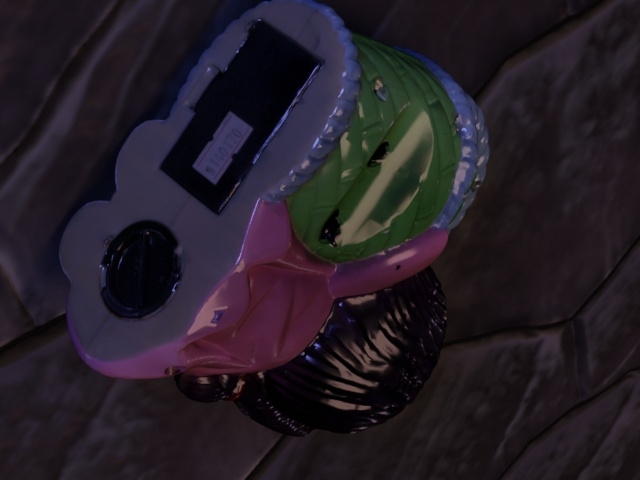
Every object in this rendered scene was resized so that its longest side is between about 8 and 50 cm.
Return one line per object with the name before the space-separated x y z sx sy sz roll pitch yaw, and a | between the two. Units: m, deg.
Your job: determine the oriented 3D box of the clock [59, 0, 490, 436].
clock | 0.000 0.000 0.770 0.194 0.100 0.195 -53 143 5
